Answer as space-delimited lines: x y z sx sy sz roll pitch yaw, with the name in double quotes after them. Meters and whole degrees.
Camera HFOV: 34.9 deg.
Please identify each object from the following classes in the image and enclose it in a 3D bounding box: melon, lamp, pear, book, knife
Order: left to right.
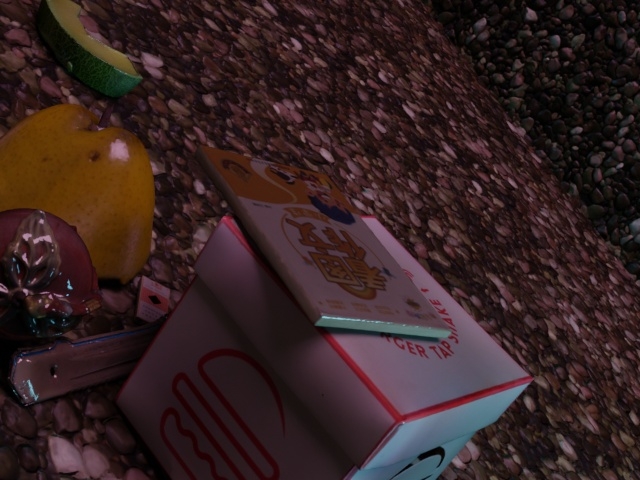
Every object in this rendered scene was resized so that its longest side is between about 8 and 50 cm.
-0.353 0.031 1.144 0.215 0.151 0.223 25 -7 -24 "lamp"
-0.390 -0.321 1.655 0.118 0.064 0.209 -4 52 -54 "melon"
-0.304 -0.081 1.329 0.267 0.178 0.266 29 36 -24 "pear"
-0.241 0.130 1.256 0.365 0.043 0.089 -12 88 -55 "knife"
0.000 0.000 1.145 0.208 0.020 0.295 10 32 -44 "book"

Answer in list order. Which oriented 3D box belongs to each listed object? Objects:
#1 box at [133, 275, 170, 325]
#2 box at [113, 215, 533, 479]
-0.227 0.087 1.372 0.046 0.012 0.083 30 31 -24 "box"
0.000 0.175 1.210 0.312 0.300 0.314 47 26 26 "box"
